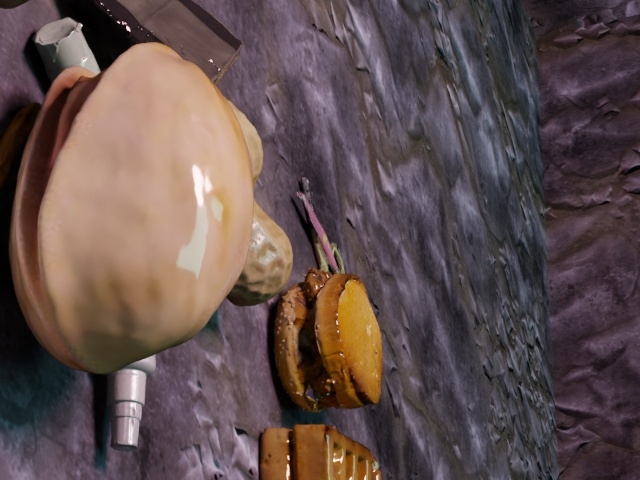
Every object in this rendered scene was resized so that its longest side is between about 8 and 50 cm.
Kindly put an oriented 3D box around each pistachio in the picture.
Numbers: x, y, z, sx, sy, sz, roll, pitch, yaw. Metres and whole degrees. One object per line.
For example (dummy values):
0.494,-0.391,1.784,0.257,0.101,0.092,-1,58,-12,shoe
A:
-0.178,-0.025,1.288,0.230,0.230,0.309,41,47,-60,pistachio

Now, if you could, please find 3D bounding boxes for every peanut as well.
-0.117,-0.054,1.593,0.120,0.136,0.298,-87,159,-62,peanut

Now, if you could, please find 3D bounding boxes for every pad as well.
-0.187,-0.257,1.527,0.233,0.022,0.174,44,29,-9,pad

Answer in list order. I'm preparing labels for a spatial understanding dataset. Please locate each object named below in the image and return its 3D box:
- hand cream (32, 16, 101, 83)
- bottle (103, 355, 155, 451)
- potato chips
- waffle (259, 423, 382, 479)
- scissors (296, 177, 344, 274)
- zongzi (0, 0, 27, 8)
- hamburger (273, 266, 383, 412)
-0.232,-0.128,1.448,0.078,0.050,0.205,-76,153,-49,hand cream
-0.191,0.102,1.419,0.060,0.060,0.217,43,40,-59,bottle
-0.288,-0.062,1.288,0.204,0.026,0.037,-80,157,-46,potato chips
0.007,0.405,1.765,0.224,0.098,0.328,40,45,-59,waffle
0.000,0.000,2.057,0.133,0.020,0.187,-72,147,-59,scissors
-0.327,-0.401,1.152,0.323,0.160,0.360,22,60,-68,zongzi
0.008,0.128,1.870,0.182,0.118,0.191,-38,119,-72,hamburger
